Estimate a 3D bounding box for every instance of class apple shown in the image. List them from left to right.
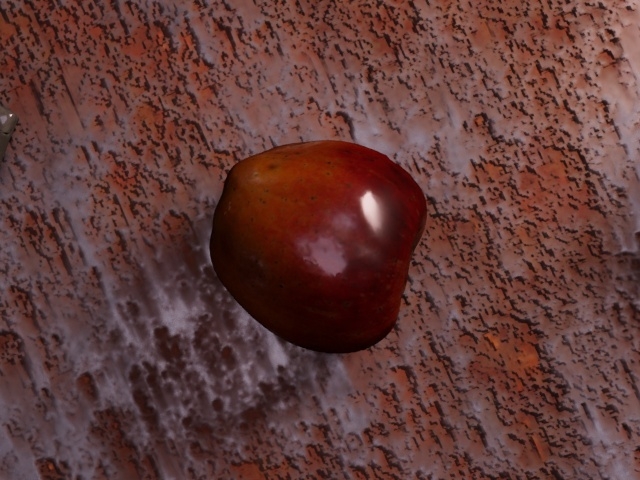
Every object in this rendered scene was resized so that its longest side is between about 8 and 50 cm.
[{"bbox_3d":[-0.005,0.001,0.985,0.158,0.147,0.156,17,111,5],"label":"apple"}]

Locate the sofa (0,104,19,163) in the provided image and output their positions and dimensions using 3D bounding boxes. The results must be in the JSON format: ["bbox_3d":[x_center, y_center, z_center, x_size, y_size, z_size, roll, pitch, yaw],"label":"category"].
[{"bbox_3d":[-0.335,-0.095,1.050,0.147,0.060,0.085,22,90,5],"label":"sofa"}]
